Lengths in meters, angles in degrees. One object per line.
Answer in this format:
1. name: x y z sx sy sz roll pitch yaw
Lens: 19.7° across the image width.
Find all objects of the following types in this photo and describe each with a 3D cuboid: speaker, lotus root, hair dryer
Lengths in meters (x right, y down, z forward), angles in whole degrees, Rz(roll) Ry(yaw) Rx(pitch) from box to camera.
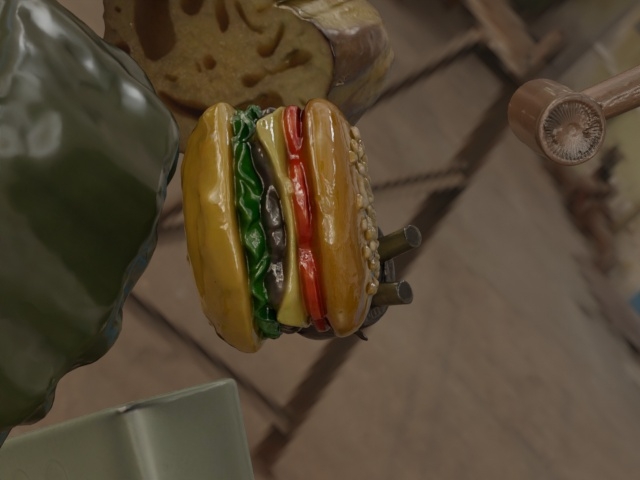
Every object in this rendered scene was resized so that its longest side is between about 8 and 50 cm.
1. speaker: -0.236 0.278 1.962 0.183 0.406 0.184 -10 84 -42
2. lotus root: -0.054 -0.239 1.993 0.316 0.316 0.250 49 43 9
3. hair dryer: 0.258 -0.126 1.603 0.117 0.182 0.064 -121 -170 -75

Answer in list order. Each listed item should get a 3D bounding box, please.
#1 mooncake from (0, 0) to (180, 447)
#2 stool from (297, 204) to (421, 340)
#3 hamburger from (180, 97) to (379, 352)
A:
1. mooncake: -0.264 -0.009 1.236 0.194 0.356 0.356 42 16 -30
2. stool: 0.000 0.000 1.677 0.217 0.121 0.125 54 45 -11
3. hamburger: -0.024 -0.012 1.112 0.162 0.115 0.162 -8 90 -88
